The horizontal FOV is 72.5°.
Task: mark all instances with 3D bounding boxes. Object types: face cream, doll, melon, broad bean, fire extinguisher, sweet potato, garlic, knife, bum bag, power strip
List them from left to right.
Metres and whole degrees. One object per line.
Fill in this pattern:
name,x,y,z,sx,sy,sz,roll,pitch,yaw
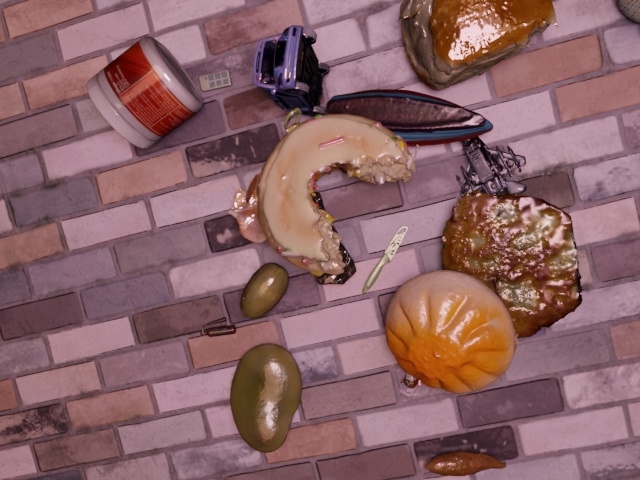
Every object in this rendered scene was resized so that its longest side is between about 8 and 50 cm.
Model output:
face cream,-0.417,-0.356,1.058,0.187,0.201,0.201,-33,90,8
power strip,-0.272,-0.413,1.131,0.090,0.016,0.040,-10,93,6
fire extinguisher,-0.278,0.232,1.166,0.101,0.032,0.046,-7,104,1
garlic,-0.162,-0.085,1.104,0.124,0.099,0.174,16,95,-9
melon,-0.144,0.130,1.111,0.099,0.099,0.162,35,98,3
broad bean,-0.142,0.400,1.133,0.189,0.121,0.262,3,79,11
bum bag,-0.001,0.000,1.103,0.102,0.069,0.247,-29,78,21
knife,0.166,0.050,1.115,0.030,0.014,0.207,31,96,5
doll,0.253,0.352,1.115,0.085,0.040,0.058,11,85,6
sweet potato,0.366,0.567,1.109,0.206,0.059,0.067,-5,131,5

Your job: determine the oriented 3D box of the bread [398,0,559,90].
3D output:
bread,0.321,-0.492,0.957,0.279,0.225,0.249,-22,93,11

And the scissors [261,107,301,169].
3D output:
scissors,-0.076,-0.239,1.077,0.187,0.134,0.020,-50,64,23

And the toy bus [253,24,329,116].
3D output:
toy bus,-0.063,-0.367,0.974,0.133,0.292,0.125,8,95,9

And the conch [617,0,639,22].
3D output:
conch,0.731,-0.555,0.972,0.135,0.102,0.153,-20,125,-4

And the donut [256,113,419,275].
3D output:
donut,0.013,-0.120,1.007,0.307,0.150,0.371,35,90,16

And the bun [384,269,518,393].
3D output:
bun,0.281,0.220,0.985,0.299,0.165,0.298,12,115,26

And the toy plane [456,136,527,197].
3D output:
toy plane,0.380,-0.199,1.043,0.169,0.078,0.246,-32,87,35

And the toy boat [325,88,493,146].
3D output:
toy boat,0.202,-0.292,1.030,0.393,0.079,0.136,10,95,18

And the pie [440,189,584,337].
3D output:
pie,0.429,0.049,1.005,0.289,0.103,0.354,-10,94,27
